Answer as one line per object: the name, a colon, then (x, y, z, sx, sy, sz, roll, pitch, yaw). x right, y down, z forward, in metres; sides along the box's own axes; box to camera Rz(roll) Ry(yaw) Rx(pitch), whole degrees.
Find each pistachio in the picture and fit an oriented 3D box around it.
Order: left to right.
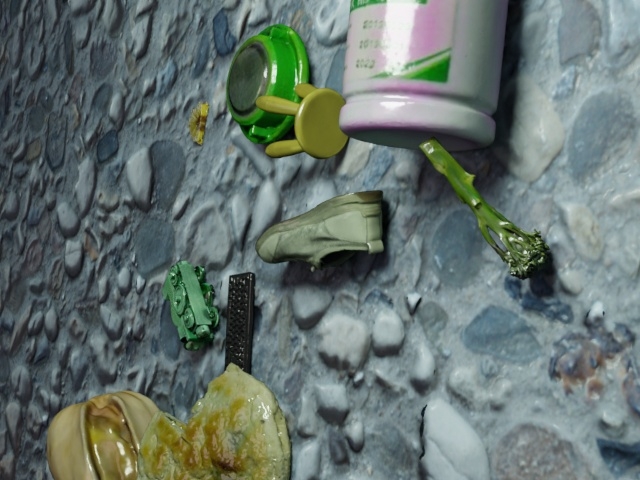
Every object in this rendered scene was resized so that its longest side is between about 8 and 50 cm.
pistachio: (-0.387, 0.404, 2.023, 0.321, 0.229, 0.238, -127, 20, -55)

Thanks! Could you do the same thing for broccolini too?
broccolini: (0.207, -0.048, 1.351, 0.058, 0.067, 0.216, -38, 83, 22)

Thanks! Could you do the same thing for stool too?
stool: (-0.025, -0.188, 1.726, 0.110, 0.134, 0.135, 12, 75, 48)

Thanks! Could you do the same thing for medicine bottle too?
medicine bottle: (0.141, -0.291, 1.436, 0.212, 0.212, 0.326, 5, 88, 55)

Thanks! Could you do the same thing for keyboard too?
keyboard: (-0.143, 0.181, 1.907, 0.087, 0.017, 0.251, -10, 75, 55)

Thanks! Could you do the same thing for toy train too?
toy train: (-0.243, 0.122, 2.016, 0.105, 0.071, 0.178, -61, 38, 38)

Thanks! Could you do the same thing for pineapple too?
pineapple: (-0.240, -0.230, 2.123, 0.045, 0.019, 0.083, 18, 101, 51)

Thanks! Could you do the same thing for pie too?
pie: (-0.173, 0.380, 1.809, 0.337, 0.075, 0.338, -9, 76, 35)

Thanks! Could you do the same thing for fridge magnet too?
fridge magnet: (-0.093, -0.269, 1.863, 0.208, 0.088, 0.208, -15, 72, 53)

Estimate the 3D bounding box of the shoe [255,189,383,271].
shoe: (0.000, 0.000, 1.675, 0.274, 0.103, 0.098, -23, 77, 52)
